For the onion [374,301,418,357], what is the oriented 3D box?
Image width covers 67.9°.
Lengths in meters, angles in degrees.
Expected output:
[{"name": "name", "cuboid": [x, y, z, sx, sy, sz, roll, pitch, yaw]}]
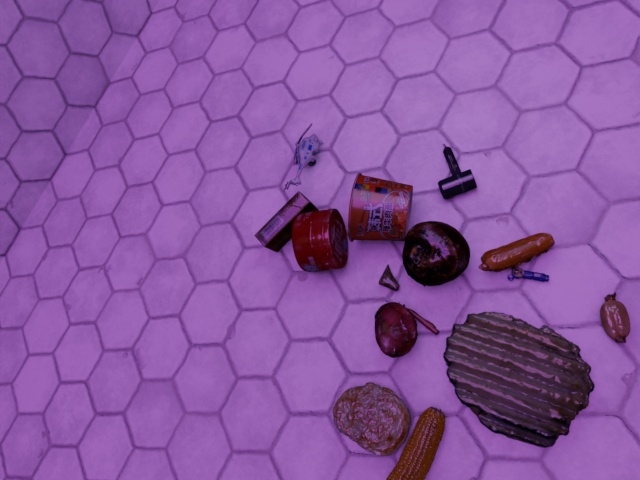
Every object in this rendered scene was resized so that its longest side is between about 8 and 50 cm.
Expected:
[{"name": "onion", "cuboid": [0.261, 0.292, 1.569, 0.147, 0.184, 0.183, -5, 65, -25]}]

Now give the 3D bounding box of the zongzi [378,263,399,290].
[{"name": "zongzi", "cuboid": [0.255, 0.132, 1.679, 0.076, 0.040, 0.083, 23, 65, 19]}]

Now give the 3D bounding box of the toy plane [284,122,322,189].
[{"name": "toy plane", "cuboid": [-0.060, -0.323, 1.872, 0.108, 0.181, 0.273, 18, 43, -8]}]

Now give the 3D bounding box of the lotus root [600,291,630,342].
[{"name": "lotus root", "cuboid": [0.864, 0.227, 1.396, 0.073, 0.062, 0.150, -18, 64, 40]}]

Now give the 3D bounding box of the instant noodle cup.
[{"name": "instant noodle cup", "cuboid": [0.214, -0.104, 1.662, 0.192, 0.250, 0.250, 8, 77, 13]}]

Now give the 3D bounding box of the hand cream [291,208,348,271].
[{"name": "hand cream", "cuboid": [0.000, 0.000, 1.711, 0.150, 0.230, 0.229, -4, 72, 20]}]

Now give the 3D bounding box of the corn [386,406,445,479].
[{"name": "corn", "cuboid": [0.299, 0.660, 1.457, 0.102, 0.102, 0.312, 28, 84, 26]}]

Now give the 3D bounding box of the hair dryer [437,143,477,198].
[{"name": "hair dryer", "cuboid": [0.468, -0.259, 1.704, 0.125, 0.071, 0.218, -18, 61, 15]}]

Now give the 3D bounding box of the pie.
[{"name": "pie", "cuboid": [0.172, 0.569, 1.541, 0.248, 0.090, 0.201, 27, 74, 26]}]

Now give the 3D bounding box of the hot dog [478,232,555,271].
[{"name": "hot dog", "cuboid": [0.627, 0.045, 1.529, 0.250, 0.102, 0.076, -22, 96, 5]}]

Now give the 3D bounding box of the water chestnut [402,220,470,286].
[{"name": "water chestnut", "cuboid": [0.362, 0.044, 1.555, 0.224, 0.238, 0.223, 26, 127, 40]}]

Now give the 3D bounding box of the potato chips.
[{"name": "potato chips", "cuboid": [0.582, 0.409, 1.448, 0.430, 0.070, 0.358, 18, 78, 24]}]

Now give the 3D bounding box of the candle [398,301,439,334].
[{"name": "candle", "cuboid": [0.332, 0.261, 1.613, 0.026, 0.021, 0.167, -39, 59, -24]}]

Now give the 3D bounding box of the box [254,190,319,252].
[{"name": "box", "cuboid": [-0.125, -0.067, 1.817, 0.240, 0.159, 0.071, -45, 71, 2]}]

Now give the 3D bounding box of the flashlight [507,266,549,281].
[{"name": "flashlight", "cuboid": [0.666, 0.110, 1.523, 0.121, 0.035, 0.057, 10, 74, 24]}]
